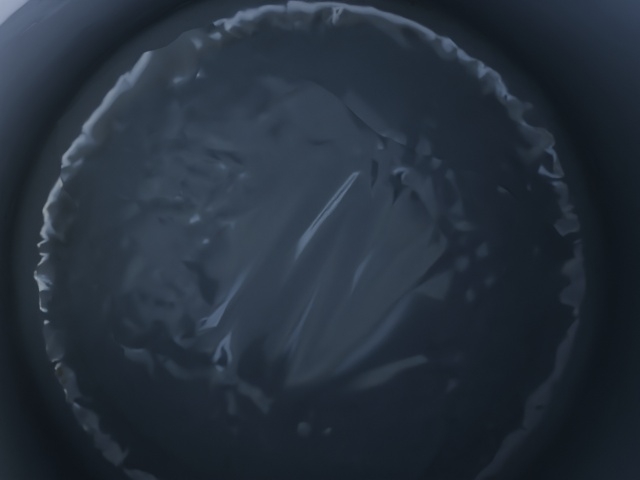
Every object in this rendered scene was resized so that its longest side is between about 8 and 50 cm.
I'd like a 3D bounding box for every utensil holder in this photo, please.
[{"bbox_3d":[0.011,0.034,0.576,0.328,0.327,0.385,-25,-174,-1],"label":"utensil holder"}]
